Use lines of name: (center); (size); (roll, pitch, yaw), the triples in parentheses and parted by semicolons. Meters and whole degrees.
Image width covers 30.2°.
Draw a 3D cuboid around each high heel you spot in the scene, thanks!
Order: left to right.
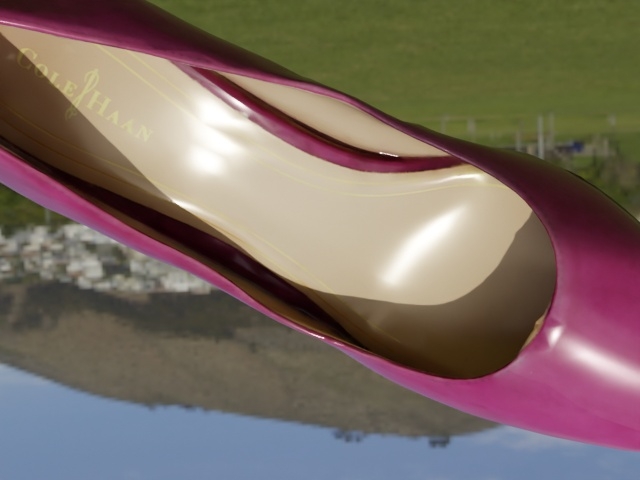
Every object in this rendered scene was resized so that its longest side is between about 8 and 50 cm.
high heel: (0.000, 0.000, 0.484); (0.377, 0.127, 0.181); (25, -167, 10)
